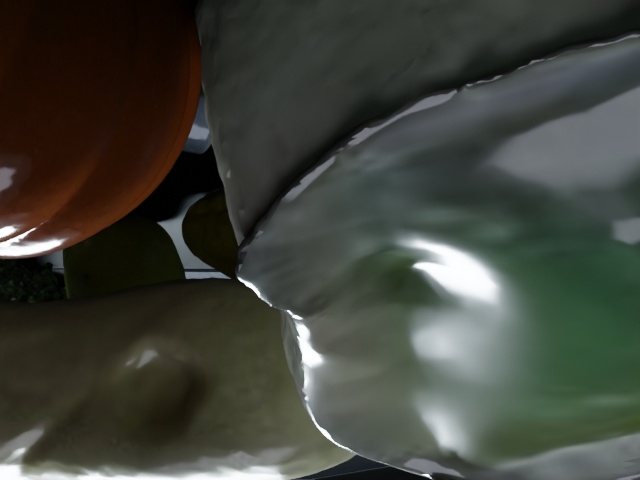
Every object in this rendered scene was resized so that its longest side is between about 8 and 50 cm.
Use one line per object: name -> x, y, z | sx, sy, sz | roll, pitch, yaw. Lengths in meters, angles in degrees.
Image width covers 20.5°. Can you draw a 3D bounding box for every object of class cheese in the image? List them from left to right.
cheese -> -0.092, 0.100, 1.165 | 0.351, 0.129, 0.328 | -5, 171, 16

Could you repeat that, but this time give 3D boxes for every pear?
pear -> -0.141, 0.025, 1.274 | 0.097, 0.092, 0.092 | 26, 156, -18

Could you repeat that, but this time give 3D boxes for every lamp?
lamp -> -0.155, -0.086, 0.713 | 0.223, 0.196, 0.223 | 30, -172, -5

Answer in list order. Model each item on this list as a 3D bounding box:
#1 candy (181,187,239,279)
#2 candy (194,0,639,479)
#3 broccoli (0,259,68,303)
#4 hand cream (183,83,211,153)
candy -> 0.000, 0.000, 1.164 | 0.199, 0.094, 0.106 | 3, 170, 24
candy -> 0.157, -0.046, 0.750 | 0.427, 0.186, 0.386 | -13, 140, 19
broccoli -> -0.256, 0.074, 1.427 | 0.154, 0.167, 0.160 | 30, -148, 36
hand cream -> -0.154, -0.090, 0.953 | 0.256, 0.055, 0.088 | 10, 170, -13
